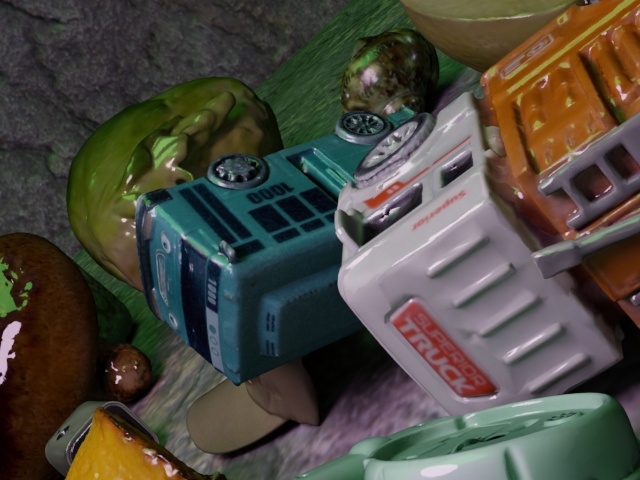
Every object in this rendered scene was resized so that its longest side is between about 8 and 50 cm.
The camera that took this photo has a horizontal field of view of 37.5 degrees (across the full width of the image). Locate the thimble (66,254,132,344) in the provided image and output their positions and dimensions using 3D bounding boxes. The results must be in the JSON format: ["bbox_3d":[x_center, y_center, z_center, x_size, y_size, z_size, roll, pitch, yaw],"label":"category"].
[{"bbox_3d":[-0.447,0.162,1.475,0.291,0.195,0.291,-40,15,13],"label":"thimble"}]

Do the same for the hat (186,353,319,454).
[{"bbox_3d":[-0.064,0.101,0.859,0.173,0.144,0.166,-12,25,18],"label":"hat"}]

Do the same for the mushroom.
[{"bbox_3d":[-0.412,0.159,1.205,0.345,0.239,0.345,-15,51,19],"label":"mushroom"}]

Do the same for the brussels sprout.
[{"bbox_3d":[-0.209,-0.065,1.377,0.314,0.276,0.371,-19,32,26],"label":"brussels sprout"}]

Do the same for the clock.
[{"bbox_3d":[0.088,0.115,0.449,0.188,0.060,0.148,-19,-7,40],"label":"clock"}]

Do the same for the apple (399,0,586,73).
[{"bbox_3d":[0.237,-0.284,0.897,0.295,0.233,0.258,-61,30,19],"label":"apple"}]

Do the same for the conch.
[{"bbox_3d":[0.089,-0.206,1.286,0.187,0.124,0.181,117,174,-51],"label":"conch"}]

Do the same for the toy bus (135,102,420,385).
[{"bbox_3d":[0.000,0.000,0.733,0.256,0.128,0.147,-22,43,-28],"label":"toy bus"}]

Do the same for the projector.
[{"bbox_3d":[-0.232,0.221,1.005,0.083,0.083,0.082,-51,17,-27],"label":"projector"}]

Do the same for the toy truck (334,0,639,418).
[{"bbox_3d":[0.186,-0.050,0.533,0.387,0.173,0.207,-37,15,22],"label":"toy truck"}]

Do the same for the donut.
[{"bbox_3d":[-0.122,0.192,0.695,0.101,0.152,0.259,-54,16,-11],"label":"donut"}]
